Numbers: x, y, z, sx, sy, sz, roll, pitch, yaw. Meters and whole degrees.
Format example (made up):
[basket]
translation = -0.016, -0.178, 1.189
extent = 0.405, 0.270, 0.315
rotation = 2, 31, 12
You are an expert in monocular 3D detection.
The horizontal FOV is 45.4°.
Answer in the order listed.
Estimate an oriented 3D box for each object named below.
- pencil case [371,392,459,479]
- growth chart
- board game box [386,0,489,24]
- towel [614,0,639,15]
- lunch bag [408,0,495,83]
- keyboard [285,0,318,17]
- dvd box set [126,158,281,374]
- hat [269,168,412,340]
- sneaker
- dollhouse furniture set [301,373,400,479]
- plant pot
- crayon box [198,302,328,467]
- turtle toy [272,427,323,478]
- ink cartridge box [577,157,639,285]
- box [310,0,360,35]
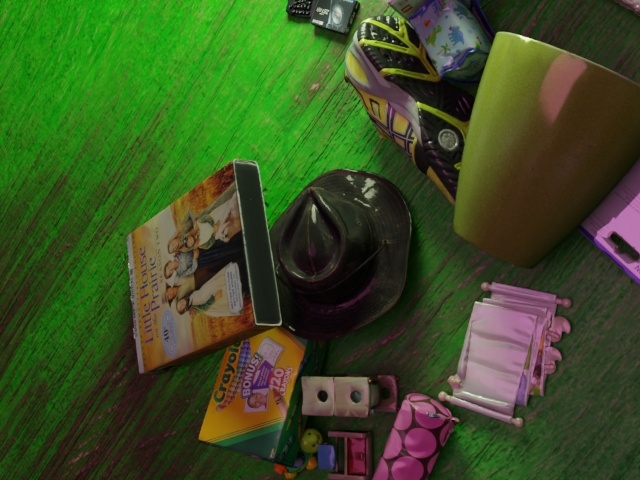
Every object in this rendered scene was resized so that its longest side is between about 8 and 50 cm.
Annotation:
[pencil case]
translation = 0.152, 0.369, 1.285
extent = 0.098, 0.095, 0.209
rotation = 22, 98, 8
[growth chart]
translation = 0.306, 0.185, 1.254
extent = 0.172, 0.021, 0.237
rotation = 21, 95, 29
[board game box]
translation = 0.263, -0.460, 1.247
extent = 0.305, 0.193, 0.053
rotation = -31, 71, 22
[towel]
translation = 0.551, -0.419, 1.165
extent = 0.282, 0.049, 0.187
rotation = 41, 104, 26
[lunch bag]
translation = 0.240, -0.332, 1.271
extent = 0.096, 0.151, 0.129
rotation = -34, 70, 33
[keyboard]
translation = -0.037, -0.540, 1.513
extent = 0.100, 0.038, 0.192
rotation = 12, 90, 30
[dvd box set]
translation = -0.240, 0.065, 1.459
extent = 0.420, 0.062, 0.308
rotation = -26, 67, 45
[hat]
translation = 0.000, 0.000, 1.338
extent = 0.331, 0.134, 0.331
rotation = -13, 62, 24
[sneaker]
translation = 0.179, -0.203, 1.320
extent = 0.385, 0.145, 0.147
rotation = 59, 154, 9
[dollhouse furniture set]
translation = 0.055, 0.325, 1.317
extent = 0.129, 0.129, 0.184
rotation = -5, 81, 29
[plant pot]
translation = 0.323, -0.117, 1.144
extent = 0.275, 0.275, 0.293
rotation = 31, 105, 28
[crayon box]
translation = -0.097, 0.253, 1.395
extent = 0.165, 0.081, 0.278
rotation = 6, 70, 29
[turtle toy]
translation = -0.047, 0.381, 1.404
extent = 0.130, 0.066, 0.095
rotation = -31, 71, 23
[ink cartridge box]
translation = 0.551, -0.088, 1.122
extent = 0.333, 0.065, 0.165
rotation = -47, 65, 15
[box]
translation = 0.028, -0.439, 1.477
extent = 0.083, 0.018, 0.067
rotation = 26, 97, 29
